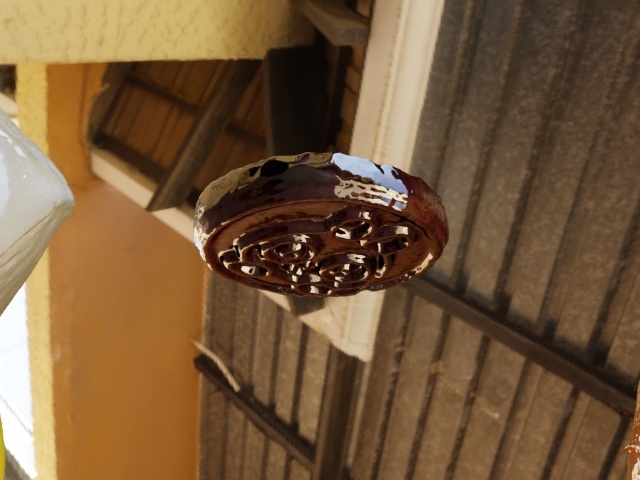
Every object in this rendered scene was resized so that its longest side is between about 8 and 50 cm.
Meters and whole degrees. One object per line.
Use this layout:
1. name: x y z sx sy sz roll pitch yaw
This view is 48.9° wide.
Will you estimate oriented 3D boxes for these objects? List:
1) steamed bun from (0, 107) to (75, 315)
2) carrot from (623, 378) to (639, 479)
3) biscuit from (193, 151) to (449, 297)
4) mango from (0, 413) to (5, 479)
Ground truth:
1. steamed bun: -0.399 0.029 0.548 0.247 0.383 0.236 46 -1 -7
2. carrot: 0.297 0.239 0.526 0.196 0.196 0.254 12 -112 46
3. biscuit: 0.000 0.000 1.128 0.407 0.408 0.091 -33 -132 48
4. mango: -0.443 0.261 0.813 0.119 0.176 0.316 0 -98 15
